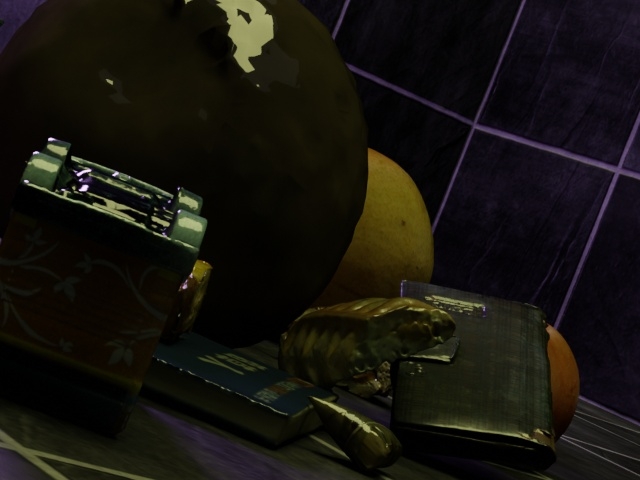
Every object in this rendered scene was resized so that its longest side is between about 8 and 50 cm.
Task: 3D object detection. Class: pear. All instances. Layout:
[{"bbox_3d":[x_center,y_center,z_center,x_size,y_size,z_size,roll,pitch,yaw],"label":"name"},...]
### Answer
[{"bbox_3d":[0.000,0.000,2.574,0.314,0.314,0.314,22,1,0],"label":"pear"}]

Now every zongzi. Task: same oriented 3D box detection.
[{"bbox_3d":[0.027,0.161,1.597,0.083,0.040,0.076,38,4,15],"label":"zongzi"}]

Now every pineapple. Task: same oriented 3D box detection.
[{"bbox_3d":[-0.148,0.048,1.609,0.137,0.069,0.116,10,14,-34],"label":"pineapple"}]

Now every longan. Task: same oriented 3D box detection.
[{"bbox_3d":[-0.154,-0.104,1.991,0.404,0.404,0.436,20,4,-44],"label":"longan"}]

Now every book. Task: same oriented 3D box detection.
[{"bbox_3d":[-0.200,0.075,1.657,0.428,0.039,0.300,22,1,8],"label":"book"}]

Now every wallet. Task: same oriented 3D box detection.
[{"bbox_3d":[0.155,0.131,1.925,0.169,0.044,0.317,11,25,0],"label":"wallet"}]

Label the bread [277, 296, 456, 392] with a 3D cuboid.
[{"bbox_3d":[0.032,0.099,1.837,0.088,0.128,0.232,62,-22,-1],"label":"bread"}]

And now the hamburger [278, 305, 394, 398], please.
[{"bbox_3d":[0.042,0.132,2.259,0.176,0.087,0.102,20,1,34],"label":"hamburger"}]

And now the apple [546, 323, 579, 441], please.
[{"bbox_3d":[0.194,0.155,2.132,0.201,0.162,0.201,24,2,-1],"label":"apple"}]

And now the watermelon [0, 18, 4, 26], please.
[{"bbox_3d":[-0.437,-0.114,1.743,0.148,0.318,0.226,17,-43,46],"label":"watermelon"}]

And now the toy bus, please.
[{"bbox_3d":[-0.170,0.027,1.364,0.138,0.167,0.275,21,7,-7],"label":"toy bus"}]
